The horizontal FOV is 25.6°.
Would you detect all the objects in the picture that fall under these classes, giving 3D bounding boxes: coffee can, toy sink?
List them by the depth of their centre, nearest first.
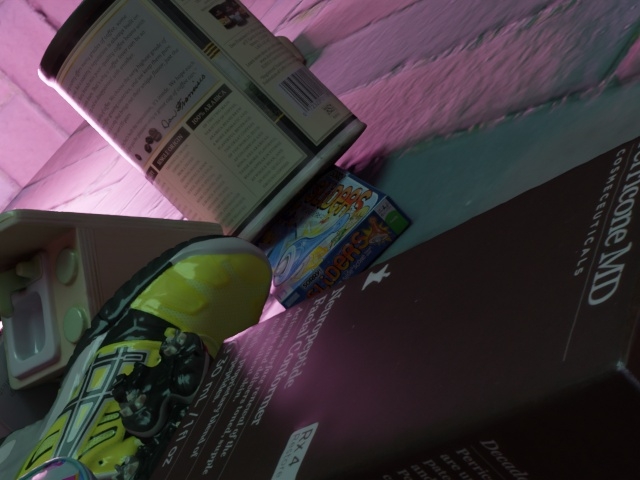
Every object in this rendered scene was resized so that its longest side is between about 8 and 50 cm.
[{"bbox_3d":[-0.217,0.061,1.318,0.152,0.234,0.131,-27,67,43],"label":"toy sink"},{"bbox_3d":[-0.119,-0.142,1.432,0.201,0.275,0.201,-45,0,0],"label":"coffee can"}]

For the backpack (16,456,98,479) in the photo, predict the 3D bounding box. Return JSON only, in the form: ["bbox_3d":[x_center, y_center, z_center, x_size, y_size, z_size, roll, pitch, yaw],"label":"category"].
[{"bbox_3d":[-0.154,0.202,0.702,0.166,0.144,0.188,-37,23,21],"label":"backpack"}]

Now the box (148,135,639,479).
[{"bbox_3d":[0.070,0.102,0.761,0.381,0.143,0.191,-27,24,40],"label":"box"}]

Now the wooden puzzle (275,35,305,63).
[{"bbox_3d":[-0.133,-0.217,2.102,0.238,0.044,0.221,-43,17,5],"label":"wooden puzzle"}]

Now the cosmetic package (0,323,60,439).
[{"bbox_3d":[-0.371,0.198,1.499,0.385,0.156,0.217,-31,20,37],"label":"cosmetic package"}]

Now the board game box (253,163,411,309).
[{"bbox_3d":[0.000,0.000,1.319,0.136,0.035,0.201,-45,17,-2],"label":"board game box"}]

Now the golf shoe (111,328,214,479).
[{"bbox_3d":[-0.082,0.168,0.993,0.105,0.120,0.273,-35,22,13],"label":"golf shoe"}]

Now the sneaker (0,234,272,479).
[{"bbox_3d":[-0.153,0.163,1.179,0.147,0.145,0.385,19,67,48],"label":"sneaker"}]
